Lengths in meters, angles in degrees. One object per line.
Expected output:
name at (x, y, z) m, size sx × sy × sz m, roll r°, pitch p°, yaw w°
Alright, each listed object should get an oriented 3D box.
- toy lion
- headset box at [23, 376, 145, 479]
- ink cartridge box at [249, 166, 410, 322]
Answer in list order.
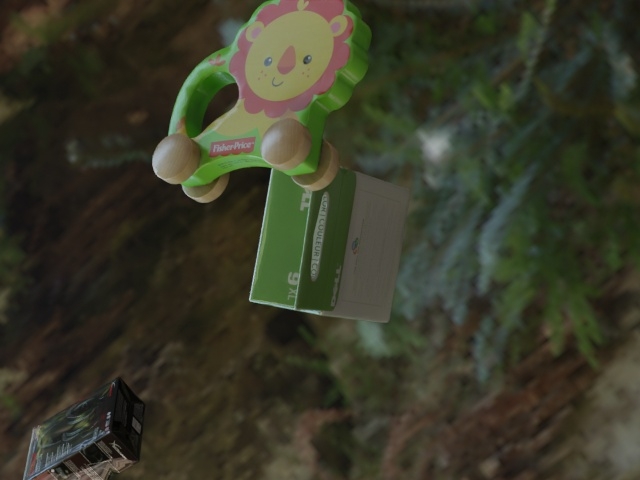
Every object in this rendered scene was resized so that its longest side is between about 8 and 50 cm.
toy lion at (-0.024, -0.070, 0.855) m, size 0.034 × 0.100 × 0.096 m, roll 33°, pitch -122°, yaw -50°
headset box at (-0.157, 0.135, 1.223) m, size 0.032 × 0.083 × 0.062 m, roll 51°, pitch -161°, yaw -26°
ink cartridge box at (0.000, 0.000, 1.384) m, size 0.209 × 0.062 × 0.109 m, roll 12°, pitch -93°, yaw -69°
